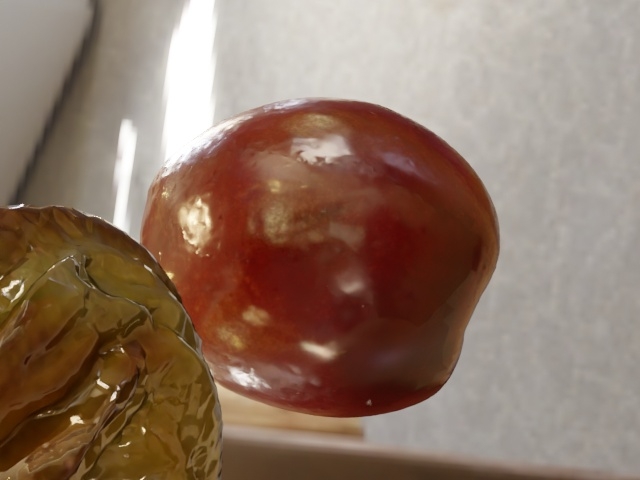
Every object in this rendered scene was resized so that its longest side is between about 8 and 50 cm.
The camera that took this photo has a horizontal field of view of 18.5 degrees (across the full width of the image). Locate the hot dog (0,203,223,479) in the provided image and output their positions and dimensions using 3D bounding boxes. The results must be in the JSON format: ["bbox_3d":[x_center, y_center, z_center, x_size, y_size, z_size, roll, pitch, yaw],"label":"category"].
[{"bbox_3d":[-0.141,0.084,0.474,0.272,0.196,0.122,-20,81,28],"label":"hot dog"}]

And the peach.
[{"bbox_3d":[0.000,0.000,1.293,0.243,0.243,0.199,-105,32,-40],"label":"peach"}]
